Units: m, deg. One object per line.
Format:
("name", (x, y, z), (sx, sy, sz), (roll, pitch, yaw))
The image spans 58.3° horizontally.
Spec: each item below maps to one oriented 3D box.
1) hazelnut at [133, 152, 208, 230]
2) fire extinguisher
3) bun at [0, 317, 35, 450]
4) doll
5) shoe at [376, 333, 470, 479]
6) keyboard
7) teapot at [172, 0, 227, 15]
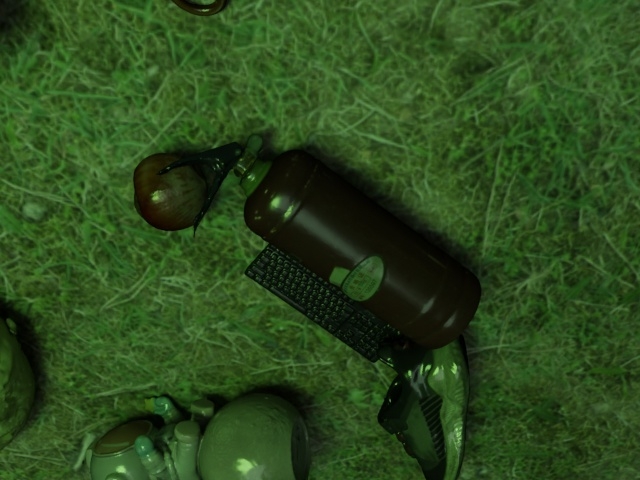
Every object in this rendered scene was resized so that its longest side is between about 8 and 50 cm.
("hazelnut", (-0.157, -0.052, 0.605), (0.087, 0.086, 0.086), (1, 115, 2))
("fire extinguisher", (0.000, 0.000, 0.595), (0.344, 0.102, 0.138), (34, 75, -14))
("bun", (-0.482, 0.181, 0.683), (0.260, 0.160, 0.259), (2, 116, 5))
("doll", (-0.161, 0.275, 0.727), (0.288, 0.151, 0.150), (-8, 115, 10))
("shoe", (0.124, 0.205, 0.709), (0.112, 0.099, 0.227), (4, 114, 9))
("keyboard", (0.008, 0.076, 0.692), (0.204, 0.013, 0.061), (37, 112, -14))
("teapot", (-0.079, -0.259, 0.496), (0.116, 0.116, 0.173), (37, 138, -14))
